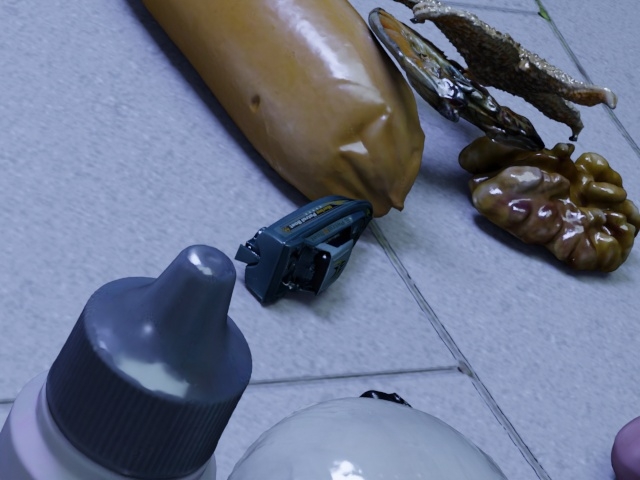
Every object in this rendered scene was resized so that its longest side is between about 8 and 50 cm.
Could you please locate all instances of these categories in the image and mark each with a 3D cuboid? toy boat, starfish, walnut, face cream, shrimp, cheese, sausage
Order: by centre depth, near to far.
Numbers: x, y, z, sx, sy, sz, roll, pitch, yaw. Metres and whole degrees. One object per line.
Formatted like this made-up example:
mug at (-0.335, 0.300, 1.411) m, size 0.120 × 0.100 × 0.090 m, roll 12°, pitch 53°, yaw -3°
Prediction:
face cream at (-0.104, 0.121, 0.653) m, size 0.092 × 0.311 × 0.092 m, roll 21°, pitch 34°, yaw -15°
cheese at (0.030, 0.174, 0.832) m, size 0.198 × 0.154 × 0.189 m, roll 5°, pitch 35°, yaw -32°
toy boat at (0.000, 0.000, 1.131) m, size 0.060 × 0.055 × 0.141 m, roll 33°, pitch 32°, yaw 19°
shrimp at (0.113, -0.111, 1.220) m, size 0.195 × 0.035 × 0.148 m, roll 37°, pitch 12°, yaw -18°
sausage at (-0.036, -0.159, 1.252) m, size 0.134 × 0.116 × 0.354 m, roll -36°, pitch 61°, yaw -8°
walnut at (0.205, -0.041, 1.332) m, size 0.170 × 0.069 × 0.143 m, roll 16°, pitch 34°, yaw -24°
starfish at (0.139, -0.166, 1.344) m, size 0.231 × 0.048 × 0.295 m, roll 32°, pitch 2°, yaw -17°

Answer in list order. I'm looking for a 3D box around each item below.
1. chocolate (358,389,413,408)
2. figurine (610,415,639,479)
chocolate at (0.061, 0.160, 0.972) m, size 0.072 × 0.070 × 0.147 m, roll -16°, pitch 43°, yaw -35°
figurine at (0.339, 0.176, 1.009) m, size 0.261 × 0.211 × 0.270 m, roll 29°, pitch 32°, yaw 0°
